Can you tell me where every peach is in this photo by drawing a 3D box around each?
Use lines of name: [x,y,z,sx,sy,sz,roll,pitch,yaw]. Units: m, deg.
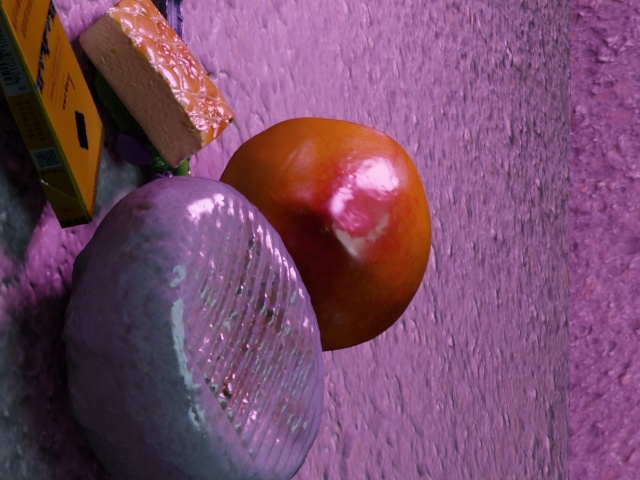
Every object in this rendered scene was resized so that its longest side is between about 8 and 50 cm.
peach: [0.002,0.004,1.965,0.289,0.289,0.308,67,-9,-29]

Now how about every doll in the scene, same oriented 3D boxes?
doll: [-0.199,-0.125,1.864,0.190,0.050,0.115,49,29,-44]

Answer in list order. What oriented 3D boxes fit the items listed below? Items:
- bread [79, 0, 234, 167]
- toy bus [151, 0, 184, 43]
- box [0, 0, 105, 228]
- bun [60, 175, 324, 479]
bread: [-0.181,-0.182,1.819,0.188,0.068,0.125,54,20,-10]
toy bus: [-0.188,-0.251,1.938,0.065,0.047,0.166,35,49,-65]
box: [-0.276,-0.165,1.616,0.153,0.041,0.279,-93,170,-48]
bun: [-0.141,0.111,1.692,0.362,0.211,0.362,17,71,-61]
